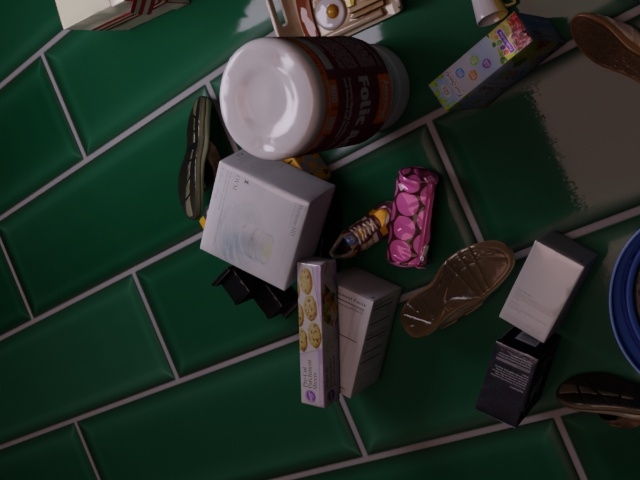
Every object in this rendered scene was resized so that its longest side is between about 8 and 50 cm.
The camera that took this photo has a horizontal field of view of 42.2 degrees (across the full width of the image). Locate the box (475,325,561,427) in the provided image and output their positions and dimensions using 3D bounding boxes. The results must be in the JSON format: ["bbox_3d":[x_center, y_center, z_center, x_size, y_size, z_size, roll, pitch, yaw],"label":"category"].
[{"bbox_3d":[0.395,0.262,1.653,0.093,0.156,0.158,23,114,26],"label":"box"}]

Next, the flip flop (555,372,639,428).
[{"bbox_3d":[0.589,0.319,1.583,0.277,0.112,0.080,4,118,27],"label":"flip flop"}]

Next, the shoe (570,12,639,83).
[{"bbox_3d":[0.542,-0.338,1.477,0.219,0.058,0.076,43,141,22],"label":"shoe"}]

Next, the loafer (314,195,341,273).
[{"bbox_3d":[0.000,0.000,1.905,0.078,0.080,0.220,16,105,40],"label":"loafer"}]

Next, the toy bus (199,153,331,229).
[{"bbox_3d":[-0.136,-0.101,1.943,0.333,0.108,0.130,-40,82,33],"label":"toy bus"}]

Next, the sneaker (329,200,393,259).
[{"bbox_3d":[0.097,-0.015,1.824,0.069,0.084,0.185,52,124,12],"label":"sneaker"}]

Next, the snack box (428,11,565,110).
[{"bbox_3d":[0.329,-0.328,1.541,0.207,0.174,0.070,-37,77,35],"label":"snack box"}]

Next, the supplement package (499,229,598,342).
[{"bbox_3d":[0.443,0.088,1.610,0.105,0.105,0.179,33,118,24],"label":"supplement package"}]

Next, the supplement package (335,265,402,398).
[{"bbox_3d":[0.072,0.202,1.863,0.139,0.134,0.244,24,114,28],"label":"supplement package"}]

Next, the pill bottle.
[{"bbox_3d":[0.006,-0.288,1.629,0.224,0.392,0.224,9,107,32],"label":"pill bottle"}]

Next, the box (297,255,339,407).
[{"bbox_3d":[-0.004,0.197,1.791,0.067,0.063,0.324,8,106,35],"label":"box"}]

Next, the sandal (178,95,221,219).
[{"bbox_3d":[-0.280,-0.198,2.011,0.120,0.086,0.302,5,87,60],"label":"sandal"}]

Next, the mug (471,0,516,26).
[{"bbox_3d":[0.326,-0.455,1.592,0.064,0.078,0.062,71,158,10],"label":"mug"}]

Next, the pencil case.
[{"bbox_3d":[0.199,-0.047,1.747,0.098,0.095,0.209,-141,51,-61],"label":"pencil case"}]

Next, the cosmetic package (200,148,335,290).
[{"bbox_3d":[-0.117,-0.050,1.801,0.225,0.138,0.224,25,120,14],"label":"cosmetic package"}]

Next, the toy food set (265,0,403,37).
[{"bbox_3d":[0.016,-0.538,1.744,0.306,0.092,0.219,-16,92,35],"label":"toy food set"}]

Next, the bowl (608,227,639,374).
[{"bbox_3d":[0.714,0.113,1.456,0.391,0.077,0.391,9,106,32],"label":"bowl"}]

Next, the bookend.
[{"bbox_3d":[-0.148,0.126,1.976,0.157,0.156,0.072,51,123,11],"label":"bookend"}]

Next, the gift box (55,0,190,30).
[{"bbox_3d":[-0.482,-0.627,1.946,0.258,0.276,0.255,-13,100,33],"label":"gift box"}]

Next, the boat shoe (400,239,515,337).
[{"bbox_3d":[0.295,0.099,1.718,0.302,0.098,0.109,-46,62,34],"label":"boat shoe"}]
